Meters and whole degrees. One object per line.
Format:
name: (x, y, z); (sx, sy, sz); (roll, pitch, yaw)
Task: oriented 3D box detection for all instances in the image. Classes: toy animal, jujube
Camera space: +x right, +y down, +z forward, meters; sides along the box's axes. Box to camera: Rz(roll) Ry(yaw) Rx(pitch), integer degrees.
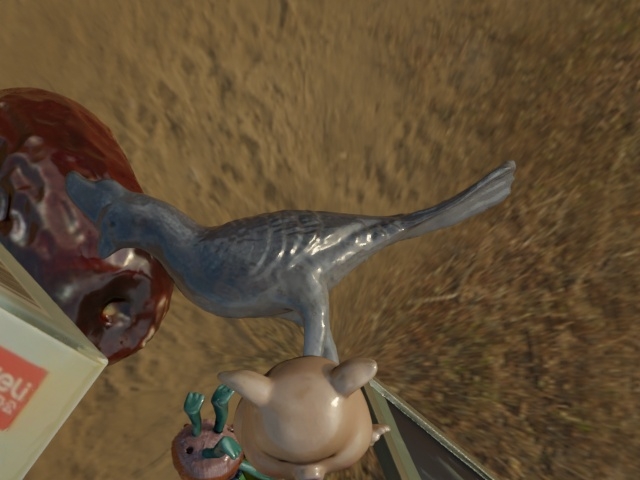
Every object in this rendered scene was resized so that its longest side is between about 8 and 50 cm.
toy animal: (-0.095, 0.213, 1.617); (0.103, 0.208, 0.100); (17, 68, 8)
toy animal: (-0.017, 0.108, 0.981); (0.083, 0.150, 0.089); (-32, 84, -19)
jujube: (-0.259, -0.011, 1.526); (0.223, 0.223, 0.318); (-42, 45, -3)
toy animal: (-0.014, 0.033, 1.251); (0.367, 0.081, 0.205); (-1, 69, -7)

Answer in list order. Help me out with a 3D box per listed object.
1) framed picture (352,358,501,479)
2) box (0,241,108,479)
framed picture: (0.134, 0.228, 1.304); (0.019, 0.209, 0.281); (-44, 117, 11)
box: (-0.210, 0.037, 0.718); (0.079, 0.269, 0.135); (37, 91, -38)
